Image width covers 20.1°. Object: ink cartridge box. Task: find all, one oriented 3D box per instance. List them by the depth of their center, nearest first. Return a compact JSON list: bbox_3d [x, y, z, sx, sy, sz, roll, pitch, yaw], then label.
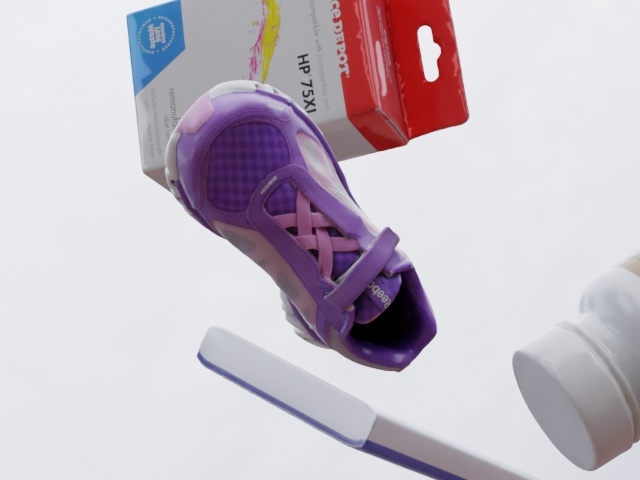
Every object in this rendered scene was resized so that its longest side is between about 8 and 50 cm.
[{"bbox_3d":[-0.018,-0.125,1.322,0.231,0.134,0.078,-15,-21,16],"label":"ink cartridge box"}]

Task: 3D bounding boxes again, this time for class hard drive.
[{"bbox_3d":[0.057,0.171,1.669,0.318,0.210,0.040,28,-93,-50],"label":"hard drive"}]

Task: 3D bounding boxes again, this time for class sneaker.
[{"bbox_3d":[0.000,0.000,1.088,0.095,0.104,0.236,-43,-50,-5],"label":"sneaker"}]

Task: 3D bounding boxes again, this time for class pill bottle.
[{"bbox_3d":[0.260,0.064,1.305,0.229,0.131,0.131,-30,-25,-13],"label":"pill bottle"}]
